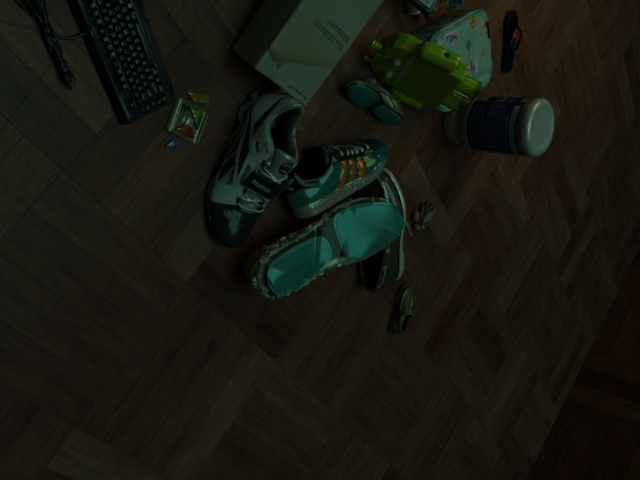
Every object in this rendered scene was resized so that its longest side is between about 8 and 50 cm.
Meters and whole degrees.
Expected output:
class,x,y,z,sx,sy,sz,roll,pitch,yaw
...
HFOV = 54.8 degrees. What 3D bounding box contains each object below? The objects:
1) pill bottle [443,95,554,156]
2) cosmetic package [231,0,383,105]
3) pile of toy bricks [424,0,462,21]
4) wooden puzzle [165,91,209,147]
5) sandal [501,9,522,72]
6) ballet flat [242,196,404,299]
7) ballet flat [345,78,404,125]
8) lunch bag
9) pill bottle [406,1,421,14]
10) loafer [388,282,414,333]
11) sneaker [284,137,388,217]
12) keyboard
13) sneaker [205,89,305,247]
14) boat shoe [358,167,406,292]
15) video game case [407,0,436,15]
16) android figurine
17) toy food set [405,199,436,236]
class,x,y,z,sx,sy,sz,roll,pitch,yaw
pill bottle,0.479,-0.314,1.680,0.153,0.264,0.153,-15,111,-43
cosmetic package,-0.009,-0.440,1.194,0.160,0.113,0.309,25,106,-46
pile of toy bricks,0.308,-0.646,1.544,0.118,0.105,0.212,0,83,-1
wooden puzzle,-0.249,-0.226,1.165,0.078,0.014,0.116,12,93,-45
sandal,0.581,-0.597,1.858,0.067,0.040,0.179,-13,110,-42
ballet flat,0.000,0.000,1.385,0.408,0.147,0.147,-23,117,-31
ballet flat,0.127,-0.345,1.478,0.206,0.073,0.067,26,55,-48
lunch bag,0.347,-0.468,1.616,0.279,0.107,0.224,-35,124,-33
pill bottle,0.229,-0.598,1.510,0.043,0.043,0.083,-33,123,-34
loafer,0.237,0.195,1.736,0.056,0.050,0.148,14,92,-46
sneaker,0.040,-0.173,1.398,0.302,0.108,0.121,-38,129,-30
keyboard,-0.365,-0.343,1.008,0.201,0.033,0.317,-36,123,-32
sneaker,-0.123,-0.137,1.225,0.122,0.146,0.331,14,93,-47
boat shoe,0.141,-0.022,1.538,0.096,0.116,0.325,-31,127,-38
video game case,0.235,-0.694,1.443,0.196,0.026,0.274,32,77,-17
android figurine,0.230,-0.389,1.439,0.272,0.248,0.056,25,76,-8
toy food set,0.285,-0.068,1.731,0.122,0.019,0.078,-47,130,-25
